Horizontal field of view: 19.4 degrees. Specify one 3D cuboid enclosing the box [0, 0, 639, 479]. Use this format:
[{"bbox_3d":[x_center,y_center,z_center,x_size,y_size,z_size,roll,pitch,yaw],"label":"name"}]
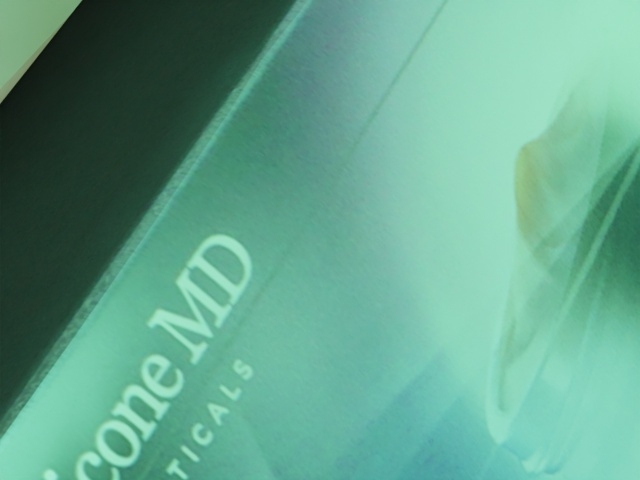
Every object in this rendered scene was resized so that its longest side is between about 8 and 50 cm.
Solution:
[{"bbox_3d":[0.027,0.080,0.496,0.183,0.294,0.296,-21,31,50],"label":"box"}]
